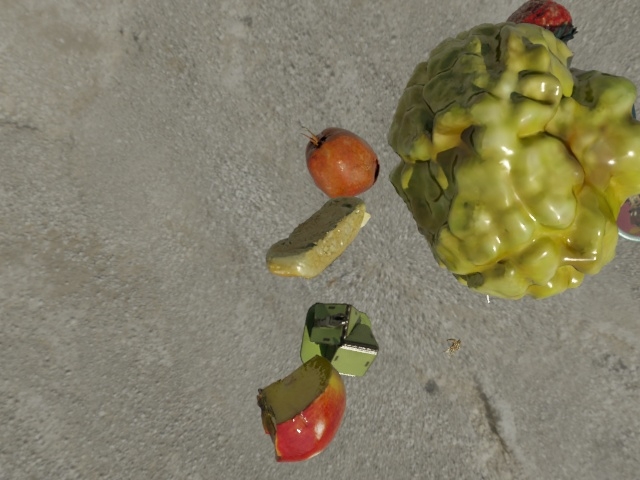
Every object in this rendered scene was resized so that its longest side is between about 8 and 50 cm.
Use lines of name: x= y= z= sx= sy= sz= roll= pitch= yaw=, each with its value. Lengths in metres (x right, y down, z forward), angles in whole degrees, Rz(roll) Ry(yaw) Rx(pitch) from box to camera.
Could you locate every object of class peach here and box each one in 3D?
peach: x=-0.021 y=0.240 z=0.687 sx=0.151 sy=0.151 sz=0.118 roll=-36 pitch=69 yaw=5

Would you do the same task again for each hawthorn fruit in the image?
hawthorn fruit: x=0.044 y=-0.246 z=1.440 sx=0.211 sy=0.299 sz=0.211 roll=-22 pitch=47 yaw=26

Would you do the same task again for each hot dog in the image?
hot dog: x=0.000 y=0.000 z=0.842 sx=0.084 sy=0.242 sz=0.073 roll=10 pitch=124 yaw=31

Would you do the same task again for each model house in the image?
model house: x=0.087 y=0.269 z=1.363 sx=0.218 sy=0.278 sz=0.205 roll=13 pitch=70 yaw=-14

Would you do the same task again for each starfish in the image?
starfish: x=0.494 y=0.395 z=1.804 sx=0.091 sy=0.028 sz=0.078 roll=-23 pitch=120 yaw=-32

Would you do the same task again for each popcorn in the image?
popcorn: x=0.191 y=-0.081 z=0.488 sx=0.257 sy=0.224 sz=0.271 roll=30 pitch=72 yaw=-7

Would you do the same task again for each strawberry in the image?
strawberry: x=0.384 y=-0.371 z=0.876 sx=0.131 sy=0.131 sz=0.148 roll=-42 pitch=62 yaw=4

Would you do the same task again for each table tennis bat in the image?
table tennis bat: x=0.522 y=-0.117 z=0.798 sx=0.152 sy=0.040 sz=0.245 roll=-19 pitch=97 yaw=-1

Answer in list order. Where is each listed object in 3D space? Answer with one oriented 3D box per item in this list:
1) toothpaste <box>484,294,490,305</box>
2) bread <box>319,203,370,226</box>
toothpaste: x=0.524 y=0.094 z=1.571 sx=0.057 sy=0.089 sz=0.234 roll=-10 pitch=114 yaw=21
bread: x=0.083 y=-0.091 z=1.760 sx=0.125 sy=0.188 sz=0.068 roll=40 pitch=65 yaw=-16
